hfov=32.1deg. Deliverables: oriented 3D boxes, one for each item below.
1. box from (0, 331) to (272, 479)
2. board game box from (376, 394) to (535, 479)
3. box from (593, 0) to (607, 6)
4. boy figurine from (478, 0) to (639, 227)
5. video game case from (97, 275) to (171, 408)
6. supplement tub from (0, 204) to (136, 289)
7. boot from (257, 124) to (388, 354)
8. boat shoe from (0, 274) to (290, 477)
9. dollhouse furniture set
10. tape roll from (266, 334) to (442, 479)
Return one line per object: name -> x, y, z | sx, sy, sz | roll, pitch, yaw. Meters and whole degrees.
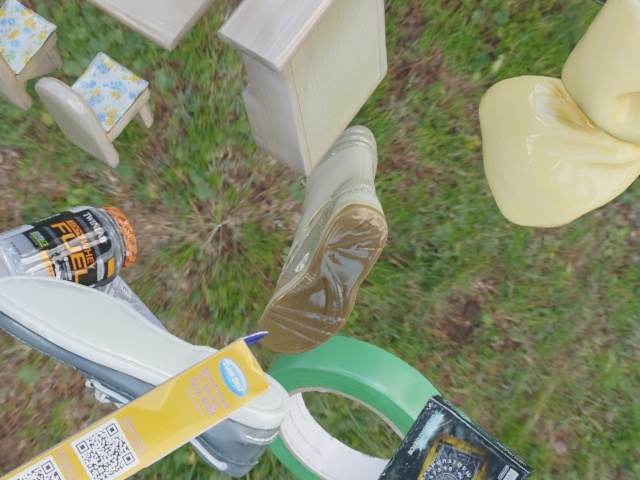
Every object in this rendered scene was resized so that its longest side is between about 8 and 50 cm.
box -> -0.078, 0.081, 0.455 | 0.136, 0.081, 0.028 | -27, 86, -23
board game box -> 0.115, 0.268, 1.130 | 0.126, 0.026, 0.186 | 38, 104, 25
box -> 0.410, -0.517, 1.584 | 0.097, 0.395, 0.318 | 23, 106, -38
boy figurine -> 0.193, -0.100, 0.546 | 0.177, 0.285, 0.092 | -1, 63, -39
video game case -> -0.261, 0.162, 1.562 | 0.023, 0.201, 0.183 | -29, 115, 19
supplement tub -> -0.350, 0.023, 1.497 | 0.190, 0.117, 0.117 | -25, 93, -39
boot -> 0.000, 0.000, 1.404 | 0.095, 0.203, 0.262 | 18, 127, -15
boat shoe -> -0.191, 0.134, 1.093 | 0.320, 0.116, 0.099 | 24, 112, 3
dollhouse furniture set -> -0.141, -0.268, 1.139 | 0.394, 0.256, 0.362 | 32, 74, 15
tape roll -> 0.053, 0.288, 1.720 | 0.321, 0.321, 0.077 | 39, 47, -5
